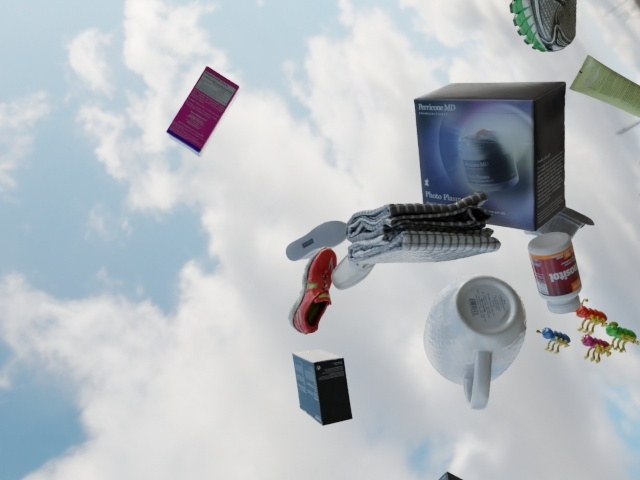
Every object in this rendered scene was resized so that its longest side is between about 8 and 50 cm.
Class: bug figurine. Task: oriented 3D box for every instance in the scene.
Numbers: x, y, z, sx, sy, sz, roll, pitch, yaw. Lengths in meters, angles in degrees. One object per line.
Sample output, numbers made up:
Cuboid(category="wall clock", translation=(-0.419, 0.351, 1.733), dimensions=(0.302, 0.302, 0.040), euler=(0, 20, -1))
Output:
Cuboid(category="bug figurine", translation=(0.764, 0.263, 1.802), dimensions=(0.216, 0.279, 0.072), euler=(22, -119, -1))

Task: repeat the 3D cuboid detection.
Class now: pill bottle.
Cuboid(category="pill bottle", translation=(0.474, 0.067, 1.266), dimensions=(0.152, 0.086, 0.086), euler=(69, -152, -19))

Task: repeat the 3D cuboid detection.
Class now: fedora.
Cuboid(category="fedora", translation=(0.733, -0.055, 2.011), dimensions=(0.243, 0.124, 0.275), euler=(23, -172, 6))

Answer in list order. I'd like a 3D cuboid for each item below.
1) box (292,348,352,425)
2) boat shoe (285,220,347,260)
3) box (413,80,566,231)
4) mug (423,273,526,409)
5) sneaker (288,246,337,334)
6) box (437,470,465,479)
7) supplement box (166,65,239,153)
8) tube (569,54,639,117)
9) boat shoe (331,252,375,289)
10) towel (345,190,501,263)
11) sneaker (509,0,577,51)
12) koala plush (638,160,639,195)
Cuboid(category="box", translation=(0.000, 0.439, 1.922), dimensions=(0.103, 0.261, 0.185), euler=(-5, -92, -17))
Cuboid(category="boat shoe", translation=(0.000, 0.000, 2.184), dimensions=(0.084, 0.258, 0.095), euler=(4, -111, -61))
Cuboid(category="box", translation=(0.389, -0.202, 1.454), dimensions=(0.182, 0.296, 0.294), euler=(-29, -61, -42))
Cuboid(category="mug", translation=(0.437, 0.282, 1.762), dimensions=(0.328, 0.275, 0.375), euler=(83, -168, -64))
Cuboid(category="sneaker", translation=(0.002, 0.158, 1.933), dimensions=(0.107, 0.118, 0.279), euler=(23, -98, -32))
Cuboid(category="box", translation=(0.444, 0.842, 1.987), dimensions=(0.155, 0.093, 0.158), euler=(30, -155, -12))
Cuboid(category="supplement box", translation=(-0.328, -0.361, 1.779), dimensions=(0.113, 0.220, 0.111), euler=(32, 176, -7))
Cuboid(category="tube", translation=(0.719, -0.347, 1.493), dimensions=(0.240, 0.062, 0.070), euler=(28, -130, 5))
Cuboid(category="boat shoe", translation=(0.128, 0.035, 1.893), dimensions=(0.098, 0.277, 0.096), euler=(52, -170, 34))
Cuboid(category="towel", translation=(0.201, -0.022, 1.320), dimensions=(0.234, 0.283, 0.122), euler=(0, -98, -17))
Cuboid(category="sneaker", translation=(0.340, -0.410, 0.868), dimensions=(0.134, 0.146, 0.344), euler=(-63, -30, -31))
Cuboid(category="koala plush", translation=(0.751, -0.170, 1.287), dimensions=(0.221, 0.196, 0.203), euler=(-6, -155, -17))
